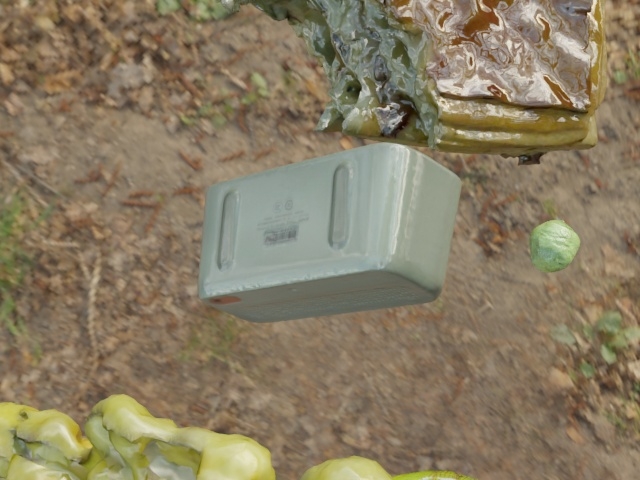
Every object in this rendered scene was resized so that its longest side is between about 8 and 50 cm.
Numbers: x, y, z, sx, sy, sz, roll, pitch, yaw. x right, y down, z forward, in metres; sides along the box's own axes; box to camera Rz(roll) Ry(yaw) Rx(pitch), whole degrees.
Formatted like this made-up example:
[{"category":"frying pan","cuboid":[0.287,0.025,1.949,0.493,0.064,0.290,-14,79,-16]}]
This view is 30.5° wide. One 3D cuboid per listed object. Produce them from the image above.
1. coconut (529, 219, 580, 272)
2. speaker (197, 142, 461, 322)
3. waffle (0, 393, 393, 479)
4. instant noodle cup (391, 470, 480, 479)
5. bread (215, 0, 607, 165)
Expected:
[{"category":"coconut","cuboid":[0.396,0.006,1.995,0.087,0.088,0.096,12,62,23]},{"category":"speaker","cuboid":[0.000,0.000,1.715,0.406,0.183,0.184,-11,64,41]},{"category":"waffle","cuboid":[-0.029,0.185,0.515,0.311,0.307,0.060,-1,36,40]},{"category":"instant noodle cup","cuboid":[0.138,0.407,1.141,0.311,0.221,0.311,-17,52,24]},{"category":"bread","cuboid":[0.077,-0.230,1.117,0.369,0.191,0.314,5,84,-16]}]
